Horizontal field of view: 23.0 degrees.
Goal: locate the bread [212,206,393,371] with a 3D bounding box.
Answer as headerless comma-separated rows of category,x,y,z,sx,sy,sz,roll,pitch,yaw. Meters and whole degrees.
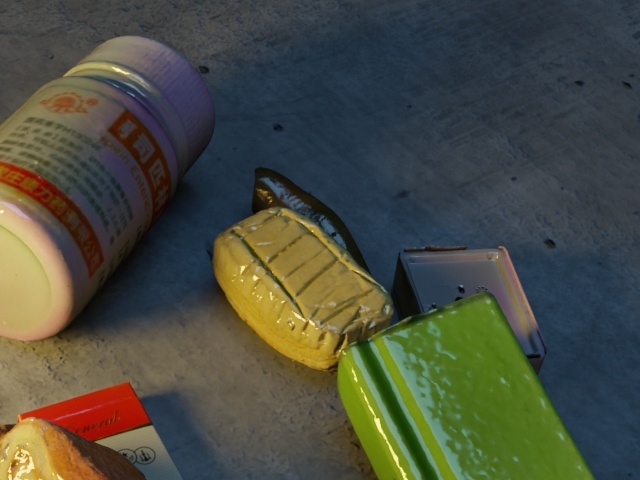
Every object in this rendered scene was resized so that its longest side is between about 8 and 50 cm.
bread,-0.023,0.064,1.889,0.140,0.106,0.236,-26,53,-33

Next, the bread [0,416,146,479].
bread,-0.268,0.279,1.561,0.190,0.123,0.244,-45,51,2

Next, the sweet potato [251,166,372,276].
sweet potato,0.000,0.000,1.997,0.244,0.077,0.077,43,50,17

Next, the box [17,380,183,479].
box,-0.219,0.262,1.684,0.139,0.035,0.245,-17,48,-25

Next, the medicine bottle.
medicine bottle,-0.297,-0.073,1.906,0.219,0.219,0.388,21,42,12

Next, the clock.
clock,0.179,0.095,1.921,0.147,0.071,0.192,-3,43,-14

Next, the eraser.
eraser,0.155,0.213,1.721,0.210,0.092,0.274,-19,66,-22
